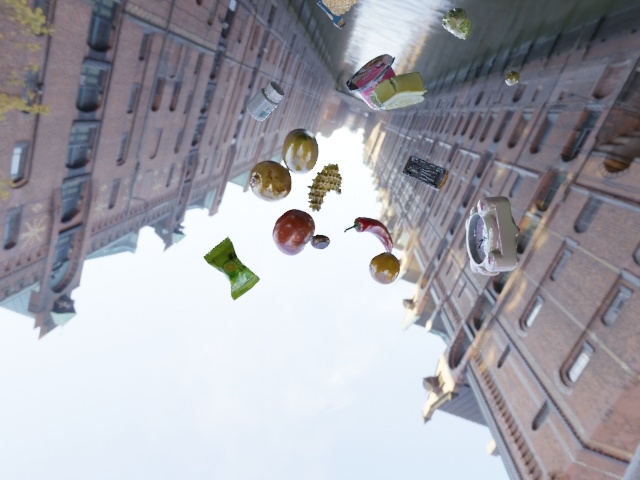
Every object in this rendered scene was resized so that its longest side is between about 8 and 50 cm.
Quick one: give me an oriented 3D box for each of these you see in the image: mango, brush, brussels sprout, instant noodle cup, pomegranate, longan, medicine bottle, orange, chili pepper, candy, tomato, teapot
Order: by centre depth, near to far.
[{"bbox_3d":[-0.195,-0.499,1.511,0.080,0.130,0.080,36,-146,-30],"label":"medicine bottle"},{"bbox_3d":[-0.376,0.121,1.794,0.246,0.149,0.069,54,162,-10],"label":"candy"},{"bbox_3d":[0.585,-0.919,1.796,0.139,0.100,0.181,51,-153,0],"label":"brussels sprout"},{"bbox_3d":[-0.090,-0.407,1.930,0.173,0.211,0.317,8,-172,-4],"label":"mango"},{"bbox_3d":[0.049,-1.051,1.963,0.164,0.051,0.014,40,168,-9],"label":"brush"},{"bbox_3d":[0.295,0.129,1.975,0.136,0.159,0.159,7,-159,-19],"label":"orange"},{"bbox_3d":[-0.137,-0.041,2.036,0.188,0.232,0.232,33,-162,3],"label":"tomato"},{"bbox_3d":[0.268,-0.037,2.106,0.368,0.137,0.092,24,166,-36],"label":"chili pepper"},{"bbox_3d":[0.295,-0.792,2.165,0.181,0.258,0.302,44,159,-32],"label":"instant noodle cup"},{"bbox_3d":[0.989,-0.841,2.184,0.083,0.075,0.075,39,-178,-42],"label":"longan"},{"bbox_3d":[-0.265,-0.311,2.238,0.248,0.248,0.248,19,-163,-6],"label":"pomegranate"},{"bbox_3d":[0.000,0.000,2.268,0.129,0.098,0.078,11,-135,-38],"label":"teapot"}]

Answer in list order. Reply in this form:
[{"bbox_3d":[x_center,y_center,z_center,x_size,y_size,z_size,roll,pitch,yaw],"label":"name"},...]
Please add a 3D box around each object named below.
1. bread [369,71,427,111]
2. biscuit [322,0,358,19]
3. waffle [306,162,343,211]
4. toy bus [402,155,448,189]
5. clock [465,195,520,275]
[{"bbox_3d":[0.354,-0.676,1.917,0.257,0.124,0.186,-15,177,-14],"label":"bread"},{"bbox_3d":[0.127,-1.204,1.977,0.204,0.309,0.040,47,-153,-31],"label":"biscuit"},{"bbox_3d":[0.034,-0.310,2.428,0.069,0.259,0.293,27,-125,30],"label":"waffle"},{"bbox_3d":[0.411,-0.255,1.618,0.088,0.083,0.194,14,-162,-42],"label":"toy bus"},{"bbox_3d":[0.648,-0.006,1.638,0.114,0.284,0.309,-5,169,0],"label":"clock"}]
